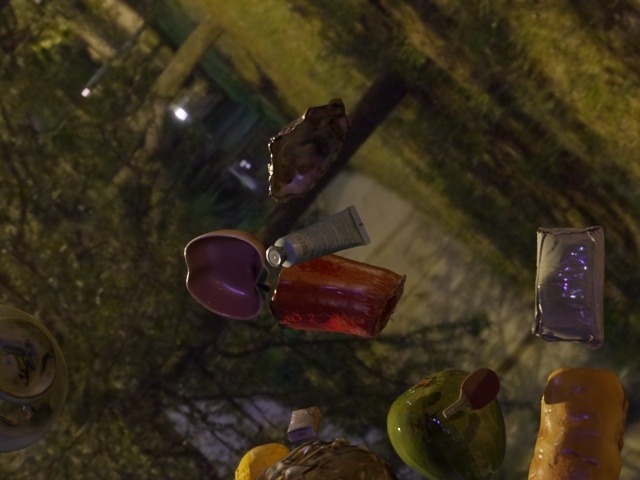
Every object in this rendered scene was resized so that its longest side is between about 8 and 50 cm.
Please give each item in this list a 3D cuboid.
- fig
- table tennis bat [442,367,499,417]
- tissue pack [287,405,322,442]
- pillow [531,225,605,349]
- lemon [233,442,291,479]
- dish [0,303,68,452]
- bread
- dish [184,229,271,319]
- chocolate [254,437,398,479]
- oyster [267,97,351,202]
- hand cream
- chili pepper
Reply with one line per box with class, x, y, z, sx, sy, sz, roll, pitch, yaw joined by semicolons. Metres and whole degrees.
fig;0.340;0.499;2.281;0.316;0.316;0.316;41;-178;-1
table tennis bat;0.341;0.351;2.010;0.087;0.156;0.013;61;163;-16
tissue pack;-0.035;0.405;1.966;0.083;0.063;0.035;-71;-37;-67
pillow;0.421;0.078;1.505;0.119;0.208;0.053;2;176;24
lemon;-0.123;0.523;2.017;0.114;0.155;0.114;-22;-90;-86
dish;-0.638;0.256;1.805;0.324;0.124;0.324;33;-142;-31
bread;0.562;0.450;1.931;0.195;0.344;0.149;-6;148;38
dish;-0.185;0.060;1.925;0.213;0.213;0.090;41;-149;-3
chocolate;0.012;0.442;1.485;0.225;0.210;0.340;48;147;-7
oyster;-0.038;-0.226;2.263;0.361;0.221;0.096;97;155;-59
hand cream;0.000;0.000;1.803;0.271;0.058;0.091;-21;-97;-45
chili pepper;0.051;0.156;2.265;0.305;0.229;0.251;16;145;18
